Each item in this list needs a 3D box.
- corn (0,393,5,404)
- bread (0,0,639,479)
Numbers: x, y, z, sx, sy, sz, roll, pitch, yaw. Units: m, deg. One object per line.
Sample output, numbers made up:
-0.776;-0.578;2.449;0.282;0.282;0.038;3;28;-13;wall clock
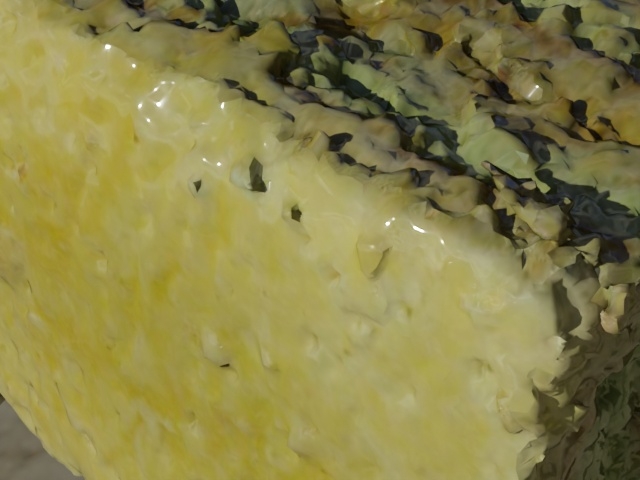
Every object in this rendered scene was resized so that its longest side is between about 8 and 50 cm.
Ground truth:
-0.176;0.018;1.154;0.280;0.092;0.092;-46;3;30;corn
0.000;0.000;0.424;0.196;0.138;0.102;29;41;33;bread
